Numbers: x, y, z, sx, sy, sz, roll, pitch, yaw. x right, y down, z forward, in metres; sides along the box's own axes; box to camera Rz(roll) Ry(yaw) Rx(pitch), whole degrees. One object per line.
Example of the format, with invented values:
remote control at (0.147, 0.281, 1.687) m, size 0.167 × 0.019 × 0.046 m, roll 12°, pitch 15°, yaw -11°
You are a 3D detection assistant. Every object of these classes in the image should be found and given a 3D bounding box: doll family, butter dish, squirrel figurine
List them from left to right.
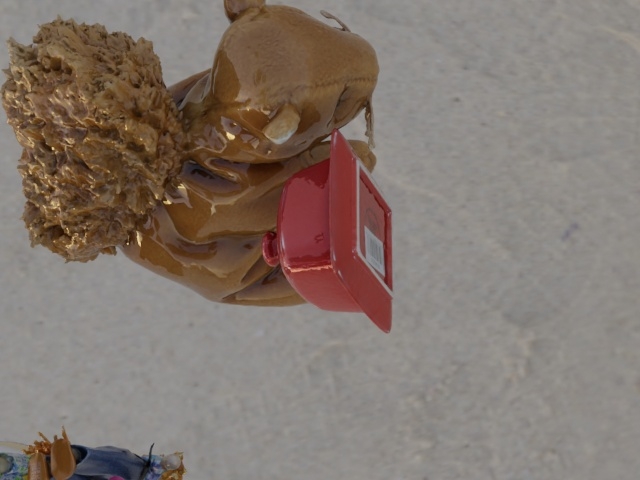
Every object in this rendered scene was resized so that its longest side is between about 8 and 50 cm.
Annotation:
doll family at (-0.202, 0.208, 1.283) m, size 0.263 × 0.163 × 0.118 m, roll -15°, pitch 69°, yaw 28°
squirrel figurine at (-0.128, -0.107, 1.533) m, size 0.370 × 0.397 × 0.281 m, roll 134°, pitch 130°, yaw -63°
butter dish at (0.000, 0.000, 1.424) m, size 0.118 × 0.160 × 0.160 m, roll -11°, pitch 60°, yaw 18°

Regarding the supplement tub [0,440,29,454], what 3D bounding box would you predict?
supplement tub at (-0.372, 0.345, 1.647) m, size 0.241 × 0.331 × 0.241 m, roll 1°, pitch 83°, yaw -7°
